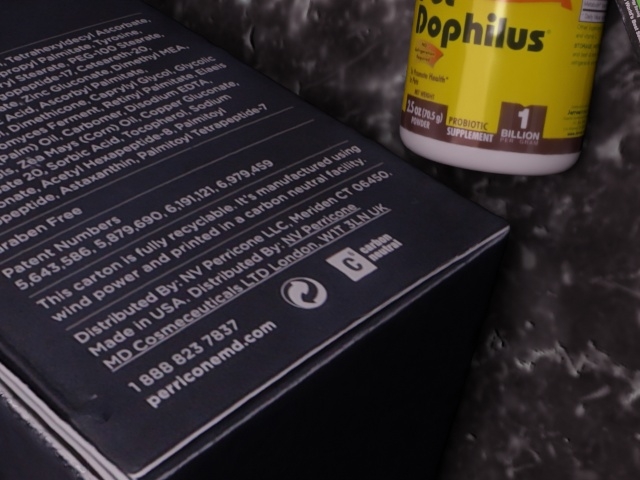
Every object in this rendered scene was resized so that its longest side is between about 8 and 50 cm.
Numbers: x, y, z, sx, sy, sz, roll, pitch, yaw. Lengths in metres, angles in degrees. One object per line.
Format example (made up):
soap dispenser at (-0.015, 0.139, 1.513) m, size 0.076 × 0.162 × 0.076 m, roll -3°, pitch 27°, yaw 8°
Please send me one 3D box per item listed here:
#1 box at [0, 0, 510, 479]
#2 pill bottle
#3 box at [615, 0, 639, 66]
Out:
box at (-0.181, 0.109, 0.754) m, size 0.472 × 0.297 × 0.480 m, roll 34°, pitch 135°, yaw 27°
pill bottle at (0.118, -0.155, 0.655) m, size 0.117 × 0.117 × 0.215 m, roll 17°, pitch 108°, yaw 35°
box at (0.277, -0.095, 0.579) m, size 0.184 × 0.045 × 0.190 m, roll -19°, pitch 92°, yaw 41°
